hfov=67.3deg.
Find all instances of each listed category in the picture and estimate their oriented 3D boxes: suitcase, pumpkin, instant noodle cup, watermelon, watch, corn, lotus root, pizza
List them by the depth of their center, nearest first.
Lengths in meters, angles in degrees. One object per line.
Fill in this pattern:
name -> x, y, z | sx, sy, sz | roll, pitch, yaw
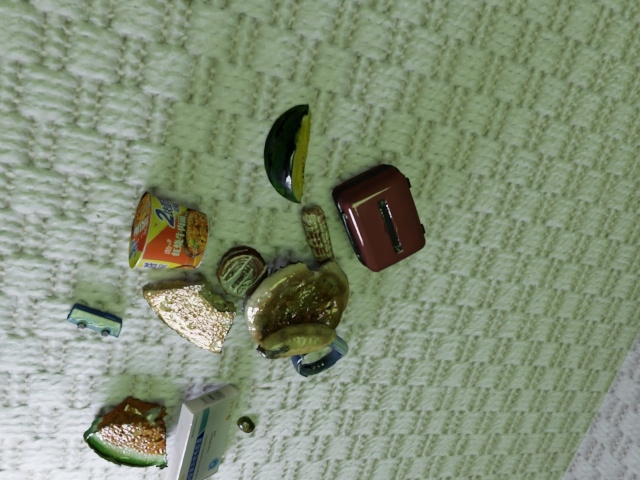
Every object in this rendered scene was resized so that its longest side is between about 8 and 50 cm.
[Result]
instant noodle cup -> -0.411, -0.014, 1.315 | 0.174, 0.213, 0.213 | 11, 107, -32
watermelon -> -0.087, -0.249, 1.400 | 0.129, 0.123, 0.300 | -14, 120, -49
pizza -> -0.372, 0.207, 1.460 | 0.223, 0.089, 0.323 | -36, 113, 21
lotus root -> -0.078, 0.311, 1.507 | 0.259, 0.097, 0.110 | -4, 144, -22
suitcase -> 0.186, -0.070, 1.514 | 0.236, 0.161, 0.297 | -27, 119, -6
corn -> 0.000, 0.000, 1.526 | 0.080, 0.079, 0.237 | -23, 118, -9
watch -> -0.012, 0.391, 1.646 | 0.193, 0.068, 0.206 | -37, 143, 9
pumpkin -> -0.265, 0.673, 1.738 | 0.050, 0.028, 0.083 | -38, 123, -3

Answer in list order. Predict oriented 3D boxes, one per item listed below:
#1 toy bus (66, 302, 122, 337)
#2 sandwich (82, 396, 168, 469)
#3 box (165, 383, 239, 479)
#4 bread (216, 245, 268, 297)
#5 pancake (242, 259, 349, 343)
toy bus -> -0.658, 0.236, 1.408 | 0.153, 0.051, 0.061 | 26, 95, -26
sandwich -> -0.611, 0.618, 1.554 | 0.292, 0.109, 0.212 | 17, 96, -29
box -> -0.399, 0.668, 1.615 | 0.200, 0.065, 0.343 | -7, 119, -53
bread -> -0.240, 0.101, 1.484 | 0.161, 0.073, 0.160 | -8, 115, -18
pancake -> -0.069, 0.210, 1.548 | 0.383, 0.071, 0.382 | -16, 131, -19
